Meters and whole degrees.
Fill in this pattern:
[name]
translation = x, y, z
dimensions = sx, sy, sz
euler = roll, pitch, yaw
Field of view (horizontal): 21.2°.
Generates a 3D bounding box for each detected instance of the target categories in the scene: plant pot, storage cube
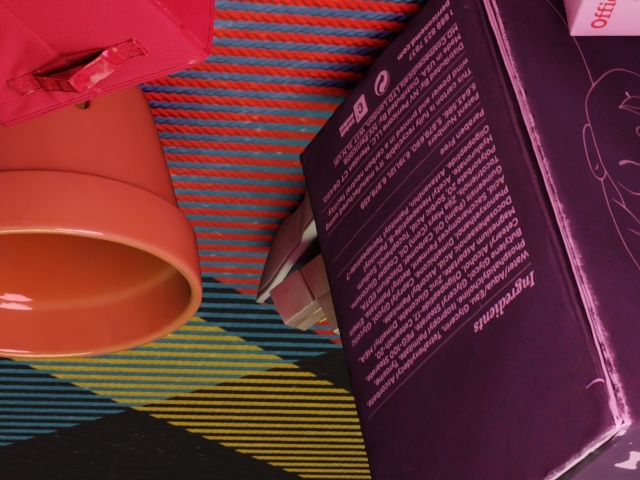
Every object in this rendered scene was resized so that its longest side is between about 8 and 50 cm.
[plant pot]
translation = -0.255, -0.035, 1.571
dimensions = 0.291, 0.203, 0.291
euler = -3, 154, -1
[storage cube]
translation = -0.197, -0.222, 1.180
dimensions = 0.184, 0.215, 0.193
euler = -15, 146, 25

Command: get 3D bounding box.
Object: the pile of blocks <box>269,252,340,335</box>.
[pile of blocks]
translation = 0.132, 0.054, 1.785
dimensions = 0.362, 0.112, 0.149
euler = -18, 150, -17

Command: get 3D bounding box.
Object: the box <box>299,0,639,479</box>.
[box]
translation = 0.284, 0.071, 1.485
dimensions = 0.480, 0.471, 0.297
euler = 15, 134, -31

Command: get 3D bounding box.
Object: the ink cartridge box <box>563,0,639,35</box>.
[ink cartridge box]
translation = 0.308, -0.237, 1.343
dimensions = 0.219, 0.092, 0.160
euler = -2, 154, -5

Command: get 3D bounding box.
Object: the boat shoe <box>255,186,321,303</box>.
[boat shoe]
translation = 0.000, 0.000, 1.813
dimensions = 0.079, 0.095, 0.254
euler = 17, 141, -14
